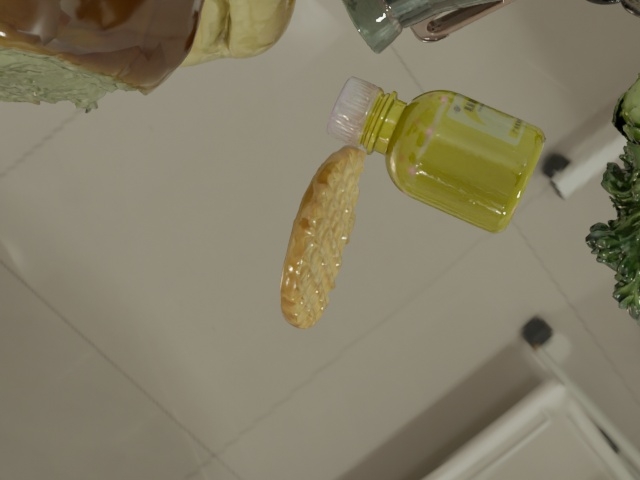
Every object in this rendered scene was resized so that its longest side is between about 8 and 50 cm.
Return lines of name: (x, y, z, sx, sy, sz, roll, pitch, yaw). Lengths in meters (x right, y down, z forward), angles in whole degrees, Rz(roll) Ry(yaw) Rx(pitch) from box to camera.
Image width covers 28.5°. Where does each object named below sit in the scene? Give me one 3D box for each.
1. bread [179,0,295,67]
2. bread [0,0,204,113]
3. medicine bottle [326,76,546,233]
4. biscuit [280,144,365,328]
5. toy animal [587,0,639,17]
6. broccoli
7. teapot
bread: (-0.197, -0.405, 1.645, 0.348, 0.252, 0.376, 4, 147, 2)
bread: (-0.200, -0.228, 0.849, 0.250, 0.225, 0.278, 5, 93, -57)
medicine bottle: (0.116, -0.101, 1.314, 0.213, 0.122, 0.121, 24, 110, 5)
biscuit: (0.000, 0.000, 1.988, 0.204, 0.040, 0.308, -8, 115, -70)
toy animal: (0.388, -0.287, 1.403, 0.160, 0.197, 0.272, -56, 147, 5)
broccoli: (0.278, -0.007, 0.884, 0.177, 0.198, 0.275, -31, 165, 13)
teapot: (0.203, -0.426, 1.851, 0.344, 0.253, 0.300, -23, 147, 16)
